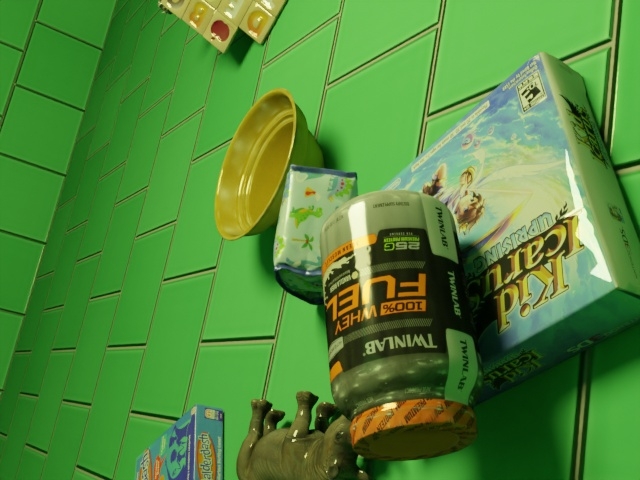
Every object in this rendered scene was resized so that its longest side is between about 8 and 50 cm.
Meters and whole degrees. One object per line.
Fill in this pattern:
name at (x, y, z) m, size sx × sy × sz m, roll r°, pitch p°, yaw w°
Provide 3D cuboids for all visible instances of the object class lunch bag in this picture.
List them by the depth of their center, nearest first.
lunch bag at (0.000, 0.000, 0.876) m, size 0.151 × 0.096 × 0.129 m, roll 89°, pitch -170°, yaw -73°

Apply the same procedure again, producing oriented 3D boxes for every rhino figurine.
rhino figurine at (-0.013, 0.219, 0.792) m, size 0.243 × 0.073 × 0.106 m, roll -24°, pitch 49°, yaw 51°

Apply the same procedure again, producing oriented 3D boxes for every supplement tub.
supplement tub at (0.062, 0.066, 0.589) m, size 0.117 × 0.117 × 0.191 m, roll -40°, pitch 44°, yaw 43°

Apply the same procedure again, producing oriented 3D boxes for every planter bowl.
planter bowl at (-0.057, -0.091, 1.035) m, size 0.217 × 0.090 × 0.217 m, roll -36°, pitch 45°, yaw 45°

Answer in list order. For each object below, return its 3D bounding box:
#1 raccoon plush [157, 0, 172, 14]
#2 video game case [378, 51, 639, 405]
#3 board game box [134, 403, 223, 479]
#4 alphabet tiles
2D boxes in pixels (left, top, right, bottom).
raccoon plush at (-0.265, -0.670, 1.575) m, size 0.299 × 0.216 × 0.447 m, roll -51°, pitch 50°, yaw 33°
video game case at (0.140, 0.008, 0.672) m, size 0.269 × 0.061 × 0.244 m, roll -42°, pitch 41°, yaw 41°
board game box at (-0.206, 0.350, 1.067) m, size 0.210 × 0.047 × 0.160 m, roll -45°, pitch 38°, yaw 39°
alphabet tiles at (-0.155, -0.529, 1.352) m, size 0.285 × 0.011 × 0.343 m, roll 40°, pitch 115°, yaw 13°
